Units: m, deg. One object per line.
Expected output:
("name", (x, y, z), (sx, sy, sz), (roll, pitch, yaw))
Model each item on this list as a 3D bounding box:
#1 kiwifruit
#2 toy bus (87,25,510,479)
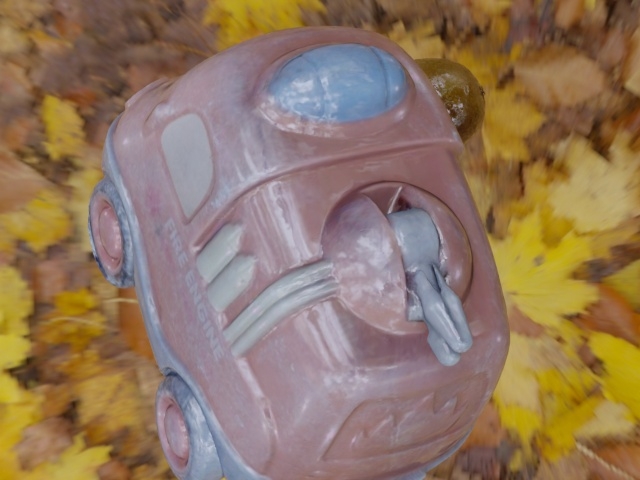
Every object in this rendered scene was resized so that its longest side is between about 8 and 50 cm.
("kiwifruit", (0.061, -0.093, 1.429), (0.124, 0.075, 0.075), (-15, 87, 11))
("toy bus", (0.000, 0.000, 1.147), (0.197, 0.232, 0.294), (-10, 68, -24))
